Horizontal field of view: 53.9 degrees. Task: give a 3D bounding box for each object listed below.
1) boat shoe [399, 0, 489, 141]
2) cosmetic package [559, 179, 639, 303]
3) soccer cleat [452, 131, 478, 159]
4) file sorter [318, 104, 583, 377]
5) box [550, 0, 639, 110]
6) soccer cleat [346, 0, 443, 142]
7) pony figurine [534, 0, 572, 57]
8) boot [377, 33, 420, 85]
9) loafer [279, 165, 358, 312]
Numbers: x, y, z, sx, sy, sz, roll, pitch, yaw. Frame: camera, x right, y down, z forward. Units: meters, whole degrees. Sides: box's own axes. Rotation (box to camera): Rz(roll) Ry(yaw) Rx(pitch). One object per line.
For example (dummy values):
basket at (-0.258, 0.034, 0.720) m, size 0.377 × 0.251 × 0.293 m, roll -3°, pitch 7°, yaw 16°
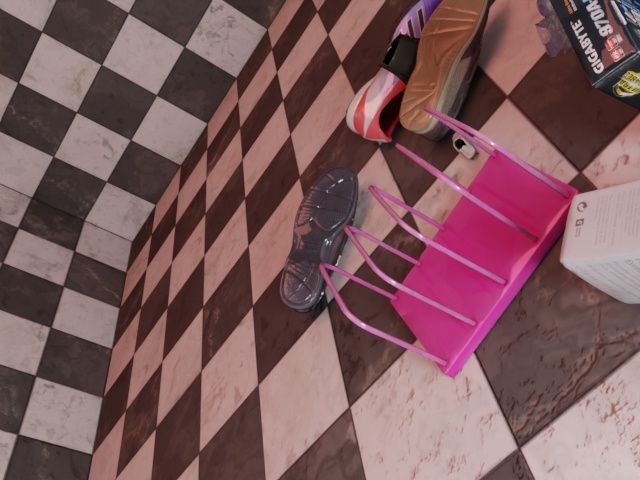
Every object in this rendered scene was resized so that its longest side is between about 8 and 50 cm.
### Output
boat shoe at (0.228, -0.311, 1.113) m, size 0.102 × 0.092 × 0.285 m, roll 16°, pitch 83°, yaw 41°
cosmetic package at (0.350, -0.005, 0.562) m, size 0.231 × 0.117 × 0.086 m, roll -15°, pitch 53°, yaw 59°
soccer cleat at (0.230, -0.161, 1.032) m, size 0.029 × 0.035 × 0.083 m, roll -51°, pitch 28°, yaw 25°
file sorter at (0.156, -0.011, 0.858) m, size 0.291 × 0.182 × 0.202 m, roll -57°, pitch 25°, yaw 12°
box at (0.322, -0.207, 0.638) m, size 0.051 × 0.220 × 0.175 m, roll -39°, pitch 54°, yaw 43°
soccer cleat at (0.174, -0.341, 1.261) m, size 0.116 × 0.108 × 0.318 m, roll 39°, pitch 100°, yaw 44°
pony figurine at (0.356, -0.465, 0.873) m, size 0.351 × 0.303 × 0.363 m, roll -41°, pitch 4°, yaw -39°
boot at (0.203, -0.372, 1.169) m, size 0.077 × 0.137 × 0.198 m, roll 11°, pitch 76°, yaw 64°
loafer at (0.000, 0.000, 1.250) m, size 0.095 × 0.109 × 0.303 m, roll 60°, pitch -131°, yaw -67°
